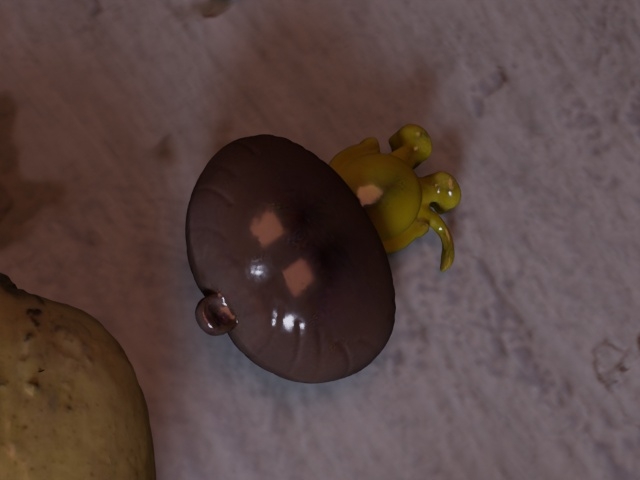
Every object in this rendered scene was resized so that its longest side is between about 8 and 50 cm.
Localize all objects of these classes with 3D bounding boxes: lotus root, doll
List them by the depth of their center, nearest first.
[{"bbox_3d":[-0.170,0.165,0.883,0.183,0.183,0.310,0,69,-7],"label":"lotus root"},{"bbox_3d":[0.005,0.008,1.027,0.188,0.096,0.145,-5,77,-37],"label":"doll"}]
